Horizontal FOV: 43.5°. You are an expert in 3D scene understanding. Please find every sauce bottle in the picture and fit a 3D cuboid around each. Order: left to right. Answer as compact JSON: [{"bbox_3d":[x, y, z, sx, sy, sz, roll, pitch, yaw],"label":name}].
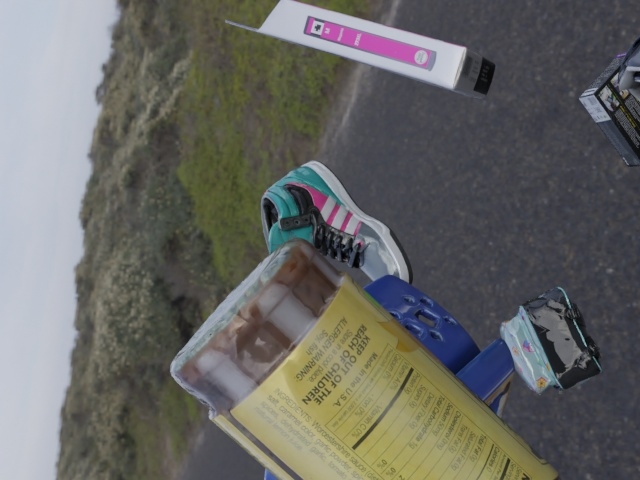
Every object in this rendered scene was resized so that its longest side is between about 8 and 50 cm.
[{"bbox_3d":[0.073,0.149,0.455,0.111,0.344,0.111,-45,8,8],"label":"sauce bottle"}]

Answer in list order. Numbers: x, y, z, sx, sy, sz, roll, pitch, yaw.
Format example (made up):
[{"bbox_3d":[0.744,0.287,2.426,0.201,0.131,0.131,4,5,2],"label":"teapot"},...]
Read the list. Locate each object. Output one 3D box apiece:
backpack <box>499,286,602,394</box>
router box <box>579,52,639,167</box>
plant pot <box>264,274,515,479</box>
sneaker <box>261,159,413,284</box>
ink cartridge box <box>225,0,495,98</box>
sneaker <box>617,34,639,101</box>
[{"bbox_3d":[0.395,0.179,1.386,0.166,0.144,0.188,64,-167,14],"label":"backpack"},{"bbox_3d":[0.593,-0.250,1.535,0.133,0.179,0.046,-45,16,-16],"label":"router box"},{"bbox_3d":[0.092,0.208,0.970,0.212,0.236,0.236,24,120,29],"label":"plant pot"},{"bbox_3d":[0.000,0.000,1.310,0.295,0.178,0.124,47,148,28],"label":"sneaker"},{"bbox_3d":[0.060,-0.291,1.189,0.176,0.371,0.069,-12,-61,-65],"label":"ink cartridge box"},{"bbox_3d":[0.304,-0.157,0.545,0.163,0.086,0.226,-52,9,-23],"label":"sneaker"}]
